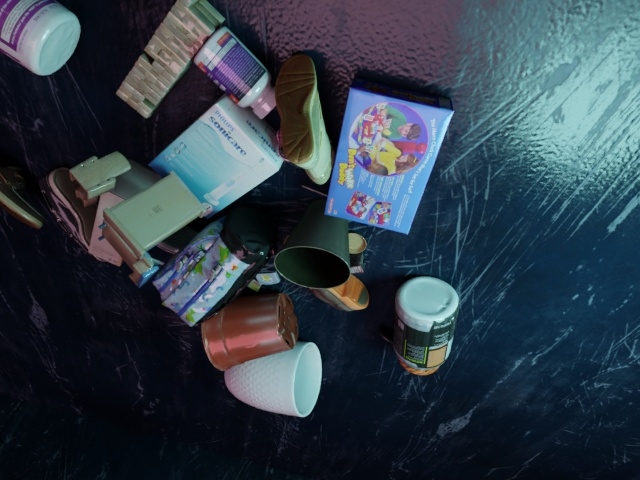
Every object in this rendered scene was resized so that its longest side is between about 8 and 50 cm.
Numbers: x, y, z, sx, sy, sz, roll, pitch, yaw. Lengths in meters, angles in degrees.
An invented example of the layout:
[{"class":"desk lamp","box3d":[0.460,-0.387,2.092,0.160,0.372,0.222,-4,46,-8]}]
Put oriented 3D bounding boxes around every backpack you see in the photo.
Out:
[{"class":"backpack","box3d":[-0.305,0.079,1.214,0.273,0.290,0.355,28,109,-8]}]

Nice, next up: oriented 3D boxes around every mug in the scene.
[{"class":"mug","box3d":[-0.179,0.543,1.704,0.328,0.276,0.374,0,161,22]}]

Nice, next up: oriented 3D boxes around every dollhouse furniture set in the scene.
[{"class":"dollhouse furniture set","box3d":[-0.493,-0.062,1.148,0.286,0.198,0.303,50,147,-2]}]

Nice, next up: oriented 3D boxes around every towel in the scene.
[{"class":"towel","box3d":[-0.252,0.150,1.506,0.083,0.009,0.060,30,139,0]}]

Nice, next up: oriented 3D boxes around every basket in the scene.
[{"class":"basket","box3d":[0.000,0.000,1.174,0.204,0.227,0.154,8,132,9]}]

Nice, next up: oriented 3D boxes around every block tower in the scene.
[{"class":"block tower","box3d":[-0.354,-0.424,0.980,0.097,0.091,0.335,40,129,-21]}]

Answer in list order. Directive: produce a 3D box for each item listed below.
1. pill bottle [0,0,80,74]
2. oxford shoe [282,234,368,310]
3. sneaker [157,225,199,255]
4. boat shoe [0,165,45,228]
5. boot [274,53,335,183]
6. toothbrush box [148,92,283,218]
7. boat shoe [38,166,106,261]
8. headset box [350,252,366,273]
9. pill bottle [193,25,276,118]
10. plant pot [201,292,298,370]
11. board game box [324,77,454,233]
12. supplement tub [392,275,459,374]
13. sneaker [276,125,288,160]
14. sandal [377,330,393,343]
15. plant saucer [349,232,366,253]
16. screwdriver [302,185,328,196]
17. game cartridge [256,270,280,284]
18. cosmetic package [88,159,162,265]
[{"class":"pill bottle","box3d":[-0.720,-0.526,0.929,0.301,0.169,0.169,34,130,-17]},{"class":"oxford shoe","box3d":[-0.006,0.122,1.356,0.133,0.130,0.364,-26,120,39]},{"class":"sneaker","box3d":[-0.412,0.048,1.390,0.321,0.126,0.127,20,127,-6]},{"class":"boat shoe","box3d":[-0.996,-0.189,1.329,0.342,0.123,0.123,47,151,-15]},{"class":"boot","box3d":[-0.026,-0.280,1.004,0.095,0.262,0.203,-8,170,15]},{"class":"toothbrush box","box3d":[-0.266,-0.223,1.111,0.295,0.126,0.216,-28,118,33]},{"class":"boat shoe","box3d":[-0.805,-0.074,1.382,0.113,0.127,0.340,-4,128,19]},{"class":"headset box","box3d":[0.104,0.073,1.324,0.083,0.062,0.032,-12,128,24]},{"class":"pill bottle","box3d":[-0.182,-0.377,0.965,0.193,0.108,0.108,42,128,-21]},{"class":"plant pot","box3d":[-0.236,0.307,1.503,0.265,0.272,0.272,-12,127,13]},{"class":"board game box","box3d":[0.155,-0.196,1.046,0.233,0.078,0.347,14,129,2]},{"class":"supplement tub","box3d":[0.334,0.286,1.366,0.194,0.193,0.316,4,131,10]},{"class":"sneaker","box3d":[-0.082,-0.249,1.046,0.047,0.119,0.057,-2,146,-23]},{"class":"sandal","box3d":[0.290,0.365,1.544,0.179,0.067,0.040,27,92,-9]},{"class":"plant saucer","box3d":[0.101,0.005,1.296,0.083,0.015,0.083,8,132,8]},{"class":"screwdriver","box3d":[0.027,-0.128,1.198,0.170,0.024,0.025,26,103,-1]},{"class":"game cartridge","box3d":[-0.187,0.132,1.482,0.083,0.017,0.056,-5,133,18]},{"class":"cosmetic package","box3d":[-0.609,-0.079,1.307,0.113,0.160,0.309,29,132,-13]}]
